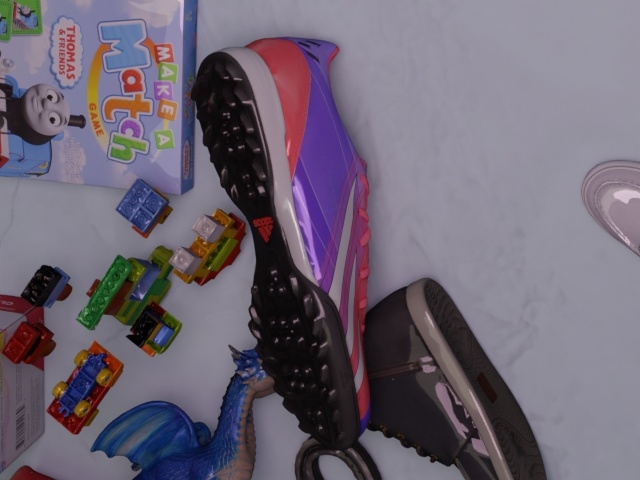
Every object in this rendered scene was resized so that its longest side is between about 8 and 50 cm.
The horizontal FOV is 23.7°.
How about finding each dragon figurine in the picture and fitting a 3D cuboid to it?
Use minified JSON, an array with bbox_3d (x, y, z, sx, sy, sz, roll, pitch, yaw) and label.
[{"bbox_3d":[-0.128,0.187,1.245,0.289,0.085,0.144,-25,63,11],"label":"dragon figurine"}]

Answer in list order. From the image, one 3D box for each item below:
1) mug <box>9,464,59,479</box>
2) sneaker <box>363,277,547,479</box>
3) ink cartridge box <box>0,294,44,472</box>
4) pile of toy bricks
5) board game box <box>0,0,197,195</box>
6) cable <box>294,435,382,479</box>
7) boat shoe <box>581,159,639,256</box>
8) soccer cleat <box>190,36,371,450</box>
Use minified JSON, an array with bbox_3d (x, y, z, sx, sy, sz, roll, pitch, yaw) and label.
[{"bbox_3d":[-0.198,0.288,1.303,0.169,0.113,0.150,16,70,5],"label":"mug"},{"bbox_3d":[0.091,0.149,1.220,0.118,0.083,0.222,-29,87,25],"label":"sneaker"},{"bbox_3d":[-0.294,0.130,1.257,0.072,0.175,0.128,7,106,12],"label":"ink cartridge box"},{"bbox_3d":[-0.154,0.047,1.238,0.118,0.105,0.212,38,96,18],"label":"pile of toy bricks"},{"bbox_3d":[-0.206,-0.127,1.236,0.211,0.039,0.160,6,106,12],"label":"board game box"},{"bbox_3d":[0.060,0.296,1.262,0.139,0.072,0.287,-10,103,25],"label":"cable"},{"bbox_3d":[0.273,0.008,1.135,0.184,0.063,0.066,40,111,1],"label":"boat shoe"},{"bbox_3d":[0.000,0.000,1.165,0.108,0.116,0.318,-8,99,57],"label":"soccer cleat"}]
